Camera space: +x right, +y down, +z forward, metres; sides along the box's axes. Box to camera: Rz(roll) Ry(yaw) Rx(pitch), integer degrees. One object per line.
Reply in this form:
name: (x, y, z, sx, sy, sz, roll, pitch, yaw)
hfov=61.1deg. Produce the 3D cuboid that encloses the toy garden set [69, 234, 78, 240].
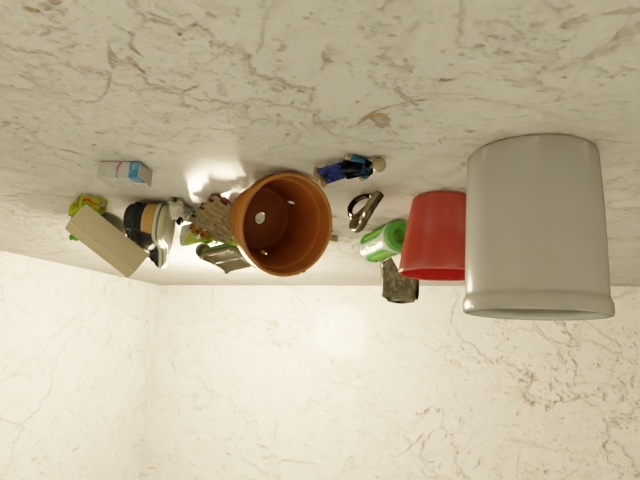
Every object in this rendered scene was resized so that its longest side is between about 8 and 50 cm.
toy garden set: (-0.880, -0.011, 2.275, 0.244, 0.049, 0.204, 5, -165, 8)

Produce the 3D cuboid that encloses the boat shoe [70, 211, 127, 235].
boat shoe: (-0.849, -0.052, 2.113, 0.320, 0.118, 0.103, 0, 176, 33)

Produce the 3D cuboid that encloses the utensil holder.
utensil holder: (0.502, -0.014, 1.288, 0.327, 0.386, 0.327, 2, 168, 0)

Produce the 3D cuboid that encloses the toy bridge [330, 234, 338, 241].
toy bridge: (0.000, 0.000, 2.343, 0.063, 0.026, 0.188, 12, 165, -32)

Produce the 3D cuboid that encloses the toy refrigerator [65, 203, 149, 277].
toy refrigerator: (-0.735, 0.002, 1.879, 0.269, 0.094, 0.102, 42, 147, -15)

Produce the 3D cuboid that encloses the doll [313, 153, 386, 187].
doll: (0.082, -0.183, 1.410, 0.188, 0.046, 0.129, -10, 154, 26)

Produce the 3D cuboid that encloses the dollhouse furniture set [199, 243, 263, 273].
dollhouse furniture set: (-0.286, 0.007, 2.079, 0.301, 0.152, 0.197, -12, 152, 19)

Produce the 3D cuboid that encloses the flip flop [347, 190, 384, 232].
flip flop: (0.127, -0.100, 1.691, 0.080, 0.112, 0.277, 29, 170, 1)

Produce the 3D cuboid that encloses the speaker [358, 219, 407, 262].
speaker: (0.247, 0.008, 2.083, 0.131, 0.131, 0.296, 6, 168, -16)

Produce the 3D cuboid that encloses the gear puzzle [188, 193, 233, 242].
gear puzzle: (-0.362, -0.066, 1.903, 0.175, 0.044, 0.339, 37, 146, -19)

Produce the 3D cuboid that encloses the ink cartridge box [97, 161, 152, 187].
ink cartridge box: (-0.553, -0.186, 1.536, 0.122, 0.052, 0.088, 0, 167, 7)

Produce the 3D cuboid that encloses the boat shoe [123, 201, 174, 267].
boat shoe: (-0.642, -0.022, 2.050, 0.155, 0.187, 0.500, 10, 162, -8)

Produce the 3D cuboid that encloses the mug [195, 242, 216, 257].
mug: (-0.443, 0.044, 2.108, 0.078, 0.062, 0.064, 10, 173, -1)

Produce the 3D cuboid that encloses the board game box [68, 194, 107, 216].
board game box: (-0.839, -0.116, 1.956, 0.092, 0.043, 0.181, 12, 165, -34)

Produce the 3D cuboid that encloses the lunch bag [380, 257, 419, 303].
lunch bag: (0.374, 0.167, 2.531, 0.168, 0.236, 0.287, -3, 167, 14)

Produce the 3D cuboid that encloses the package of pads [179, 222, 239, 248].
package of pads: (-0.399, -0.009, 2.223, 0.229, 0.101, 0.296, -10, 162, 42)

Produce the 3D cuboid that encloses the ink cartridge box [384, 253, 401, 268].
ink cartridge box: (0.363, 0.055, 2.198, 0.198, 0.067, 0.115, -27, 173, -11)

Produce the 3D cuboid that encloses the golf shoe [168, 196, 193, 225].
golf shoe: (-0.495, -0.090, 1.899, 0.069, 0.086, 0.176, 0, 170, 4)

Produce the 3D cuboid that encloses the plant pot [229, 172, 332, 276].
plant pot: (-0.139, -0.057, 1.585, 0.290, 0.291, 0.203, 11, -177, -32)

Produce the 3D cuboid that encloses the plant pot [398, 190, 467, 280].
plant pot: (0.380, -0.011, 1.677, 0.274, 0.243, 0.275, 2, 168, 1)

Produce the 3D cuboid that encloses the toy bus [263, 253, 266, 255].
toy bus: (-0.189, 0.074, 2.499, 0.220, 0.150, 0.211, 5, -179, -22)
